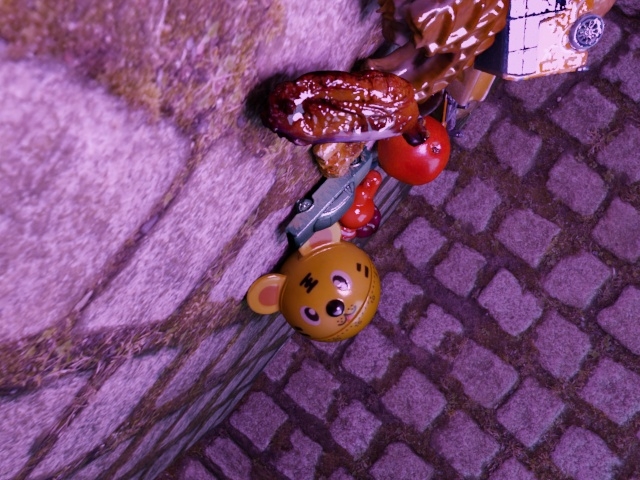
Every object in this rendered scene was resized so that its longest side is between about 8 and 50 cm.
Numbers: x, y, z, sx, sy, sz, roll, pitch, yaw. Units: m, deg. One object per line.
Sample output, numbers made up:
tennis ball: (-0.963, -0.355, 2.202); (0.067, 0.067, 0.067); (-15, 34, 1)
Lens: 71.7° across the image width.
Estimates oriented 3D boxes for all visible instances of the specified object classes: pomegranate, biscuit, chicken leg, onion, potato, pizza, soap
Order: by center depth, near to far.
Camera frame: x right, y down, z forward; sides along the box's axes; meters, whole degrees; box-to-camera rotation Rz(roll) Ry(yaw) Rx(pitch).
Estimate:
chicken leg: (0.086, -0.199, 0.727); (0.407, 0.095, 0.158); (-9, 168, -43)
biscuit: (0.187, -0.341, 0.787); (0.268, 0.115, 0.366); (-28, 176, -12)
soap: (0.365, -0.481, 1.050); (0.089, 0.173, 0.274); (-20, 153, -15)
pizza: (0.058, -0.216, 1.058); (0.292, 0.058, 0.197); (-37, 164, -52)
pomegranate: (0.275, -0.280, 1.373); (0.221, 0.220, 0.257); (-46, -160, -25)
potato: (0.464, -0.489, 1.510); (0.262, 0.165, 0.165); (-44, 168, -44)
onion: (0.182, -0.099, 1.760); (0.173, 0.135, 0.198); (-45, 167, -42)

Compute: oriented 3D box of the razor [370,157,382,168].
razor: (0.181, -0.260, 1.500); (0.135, 0.040, 0.068); (-29, 157, -45)

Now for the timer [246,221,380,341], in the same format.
timer: (-0.002, 0.141, 1.406); (0.376, 0.376, 0.387); (-51, 128, 1)

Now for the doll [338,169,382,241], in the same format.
doll: (0.115, -0.106, 1.485); (0.161, 0.130, 0.290); (-33, 154, -50)

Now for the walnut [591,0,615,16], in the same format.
walnut: (0.542, -0.619, 1.027); (0.333, 0.333, 0.333); (-48, 169, -12)

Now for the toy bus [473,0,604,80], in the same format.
toy bus: (0.390, -0.471, 0.806); (0.161, 0.194, 0.323); (-102, -179, -60)

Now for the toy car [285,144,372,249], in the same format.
toy car: (0.029, -0.109, 1.196); (0.320, 0.097, 0.141); (-48, 170, -12)

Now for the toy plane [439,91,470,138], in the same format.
toy plane: (0.413, -0.418, 1.345); (0.204, 0.103, 0.315); (-38, 133, -50)

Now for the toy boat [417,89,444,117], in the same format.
toy boat: (0.258, -0.411, 1.126); (0.262, 0.114, 0.115); (49, 43, -79)
